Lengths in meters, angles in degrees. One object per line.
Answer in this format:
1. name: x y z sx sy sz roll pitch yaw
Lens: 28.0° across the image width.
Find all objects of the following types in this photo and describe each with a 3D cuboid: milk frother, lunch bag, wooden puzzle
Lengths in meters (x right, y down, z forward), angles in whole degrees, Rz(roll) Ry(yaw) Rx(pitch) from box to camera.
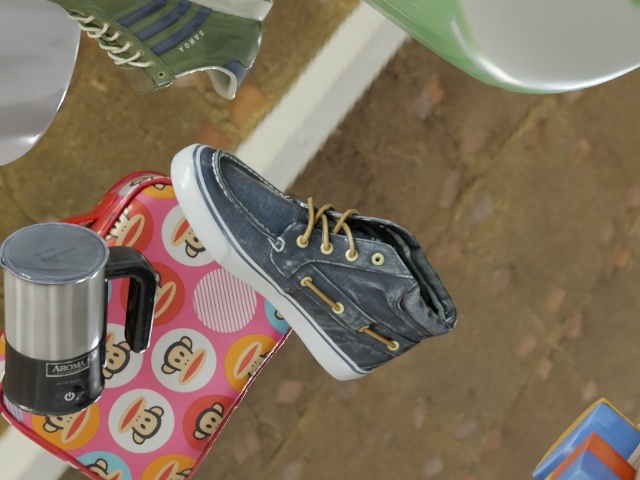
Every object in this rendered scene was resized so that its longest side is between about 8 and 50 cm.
1. milk frother: -0.217 0.043 1.048 0.129 0.143 0.134 -23 -45 -40
2. lunch bag: -0.186 0.083 1.258 0.258 0.120 0.293 39 -97 -22
3. wooden puzzle: 0.170 0.254 1.055 0.322 0.080 0.348 -51 -13 18

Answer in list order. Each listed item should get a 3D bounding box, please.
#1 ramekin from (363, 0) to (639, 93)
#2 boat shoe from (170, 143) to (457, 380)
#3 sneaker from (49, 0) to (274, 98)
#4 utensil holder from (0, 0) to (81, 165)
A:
1. ramekin: 0.112 -0.210 0.550 0.303 0.148 0.303 -27 -36 -22
2. boat shoe: 0.000 0.000 0.734 0.183 0.083 0.065 48 -151 -27
3. sneaker: -0.120 -0.141 0.869 0.192 0.064 0.086 4 -73 -38
4. utensil holder: -0.445 -0.213 1.093 0.385 0.327 0.327 -4 -67 -47
